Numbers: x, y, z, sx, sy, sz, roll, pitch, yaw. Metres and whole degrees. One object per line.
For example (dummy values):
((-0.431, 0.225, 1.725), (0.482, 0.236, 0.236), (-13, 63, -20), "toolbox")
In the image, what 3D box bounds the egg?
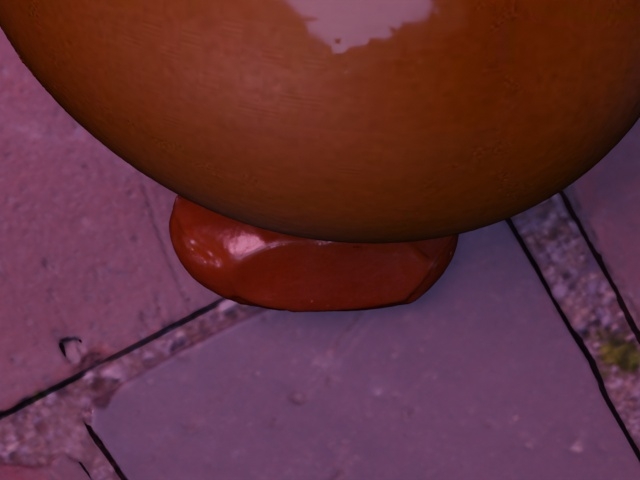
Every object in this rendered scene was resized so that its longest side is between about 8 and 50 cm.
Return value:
((0.003, -0.143, 0.769), (0.351, 0.282, 0.282), (13, 112, -3), "egg")

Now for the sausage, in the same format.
((0.000, 0.000, 0.936), (0.179, 0.089, 0.089), (0, 113, -9), "sausage")
